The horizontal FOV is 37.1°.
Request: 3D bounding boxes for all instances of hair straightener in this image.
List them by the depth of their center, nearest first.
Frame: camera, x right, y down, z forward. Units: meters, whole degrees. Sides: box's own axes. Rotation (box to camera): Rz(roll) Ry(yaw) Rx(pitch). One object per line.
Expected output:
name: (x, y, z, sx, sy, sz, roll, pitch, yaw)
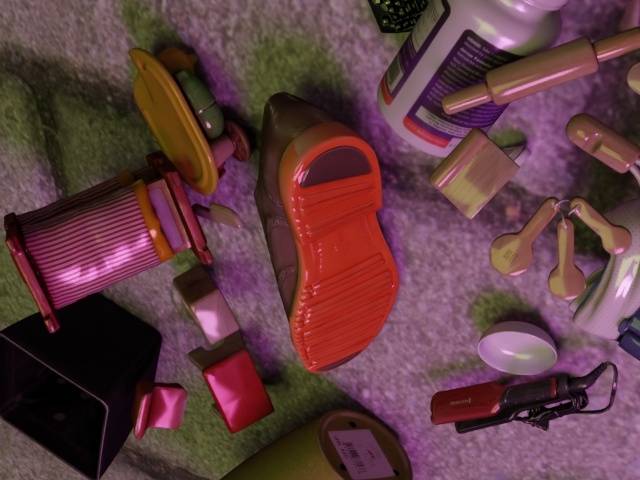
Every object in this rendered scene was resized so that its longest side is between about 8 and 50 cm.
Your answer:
hair straightener: (0.230, 0.173, 1.042, 0.089, 0.047, 0.230, 27, 142, -33)

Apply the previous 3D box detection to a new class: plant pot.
plant pot: (-0.017, 0.361, 1.214, 0.275, 0.275, 0.293, 38, 120, 6)
plant pot: (-0.329, 0.188, 1.345, 0.188, 0.167, 0.187, 29, 132, 13)

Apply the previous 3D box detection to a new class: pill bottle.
pill bottle: (0.136, -0.170, 0.812, 0.108, 0.108, 0.193, 39, 135, 5)

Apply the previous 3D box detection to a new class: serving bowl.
serving bowl: (0.209, 0.109, 1.009, 0.083, 0.027, 0.083, 11, 145, 8)

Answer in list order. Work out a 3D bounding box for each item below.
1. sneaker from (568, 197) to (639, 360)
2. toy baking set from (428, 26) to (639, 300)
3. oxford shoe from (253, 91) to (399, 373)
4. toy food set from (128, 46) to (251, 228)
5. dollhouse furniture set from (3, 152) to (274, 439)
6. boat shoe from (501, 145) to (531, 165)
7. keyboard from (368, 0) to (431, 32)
sneaker: (0.347, 0.100, 0.861, 0.236, 0.130, 0.323, 11, 130, 39)
toy baking set: (0.219, -0.064, 0.755, 0.256, 0.030, 0.197, -22, 96, 17)
oxford shoe: (0.000, 0.000, 1.047, 0.133, 0.130, 0.364, 51, 154, 41)
toy food set: (-0.134, -0.126, 1.066, 0.128, 0.071, 0.218, 6, 125, 60)
dollhouse furniture set: (-0.202, 0.102, 1.140, 0.374, 0.201, 0.152, 68, 168, -21)
boat shoe: (0.157, -0.073, 0.921, 0.035, 0.035, 0.100, 50, 141, -10)
keyboard: (0.035, -0.272, 0.860, 0.100, 0.038, 0.192, -10, 113, 39)
